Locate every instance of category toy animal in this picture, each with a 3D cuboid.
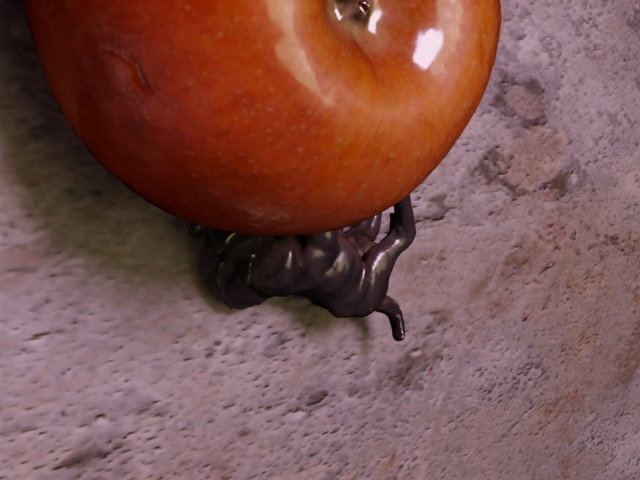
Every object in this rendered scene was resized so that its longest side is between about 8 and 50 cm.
[{"bbox_3d":[0.000,0.000,0.680,0.232,0.084,0.148,29,87,-48],"label":"toy animal"}]

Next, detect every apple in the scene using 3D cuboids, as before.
[{"bbox_3d":[-0.025,-0.128,0.508,0.272,0.206,0.252,49,58,-34],"label":"apple"}]
